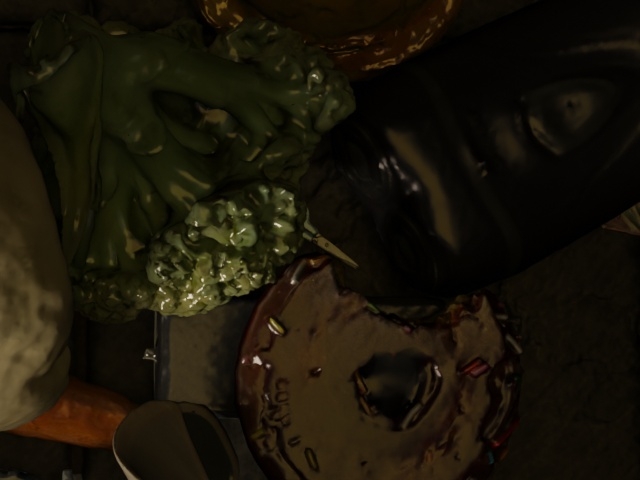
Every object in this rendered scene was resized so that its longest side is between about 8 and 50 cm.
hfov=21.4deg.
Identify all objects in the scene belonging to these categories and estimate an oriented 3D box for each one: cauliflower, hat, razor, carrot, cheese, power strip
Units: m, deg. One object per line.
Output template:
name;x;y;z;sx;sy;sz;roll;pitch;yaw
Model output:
cauliflower;-0.138;-0.087;1.318;0.327;0.260;0.281;-23;122;-1
hat;-0.109;0.254;1.309;0.226;0.219;0.164;41;106;-21
razor;0.191;-0.096;1.449;0.349;0.113;0.204;-25;87;-16
carrot;-0.213;0.137;1.378;0.205;0.072;0.072;18;82;-11
cheese;-0.292;-0.009;1.245;0.115;0.318;0.326;-22;99;-27
power strip;-0.022;0.098;1.419;0.256;0.070;0.105;2;82;-12

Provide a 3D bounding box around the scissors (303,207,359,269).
scissors;0.000;0.000;1.462;0.083;0.006;0.036;35;78;-6

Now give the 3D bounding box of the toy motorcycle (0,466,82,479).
toy motorcycle;-0.200;0.311;1.347;0.159;0.106;0.270;-7;87;-10

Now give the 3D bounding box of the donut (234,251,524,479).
donut;0.043;0.120;1.345;0.230;0.096;0.216;2;86;-11

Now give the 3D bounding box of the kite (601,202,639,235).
kite;0.311;-0.057;1.527;0.152;0.005;0.137;-37;93;-12

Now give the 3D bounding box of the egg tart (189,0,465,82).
egg tart;0.004;-0.276;1.436;0.288;0.118;0.288;1;84;-6
